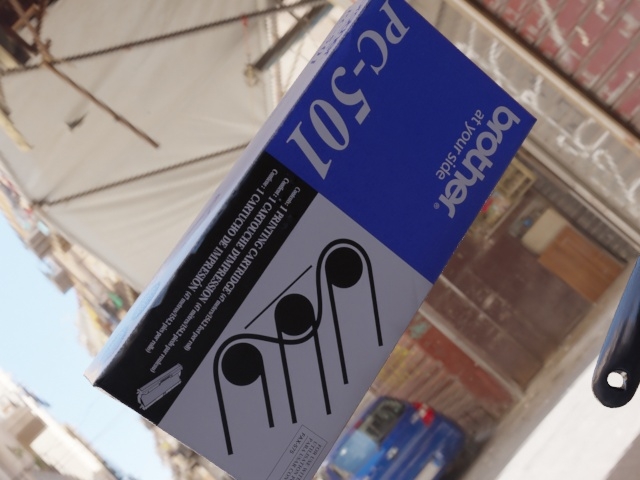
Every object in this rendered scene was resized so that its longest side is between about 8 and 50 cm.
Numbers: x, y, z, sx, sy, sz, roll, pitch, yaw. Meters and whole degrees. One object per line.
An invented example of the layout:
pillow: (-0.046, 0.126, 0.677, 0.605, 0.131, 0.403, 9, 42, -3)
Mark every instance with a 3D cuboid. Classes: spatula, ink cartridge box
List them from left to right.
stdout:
ink cartridge box: (0.000, 0.000, 0.393, 0.207, 0.097, 0.046, -57, 16, -14)
spatula: (0.239, -0.030, 0.584, 0.030, 0.084, 0.297, 17, -86, -82)
